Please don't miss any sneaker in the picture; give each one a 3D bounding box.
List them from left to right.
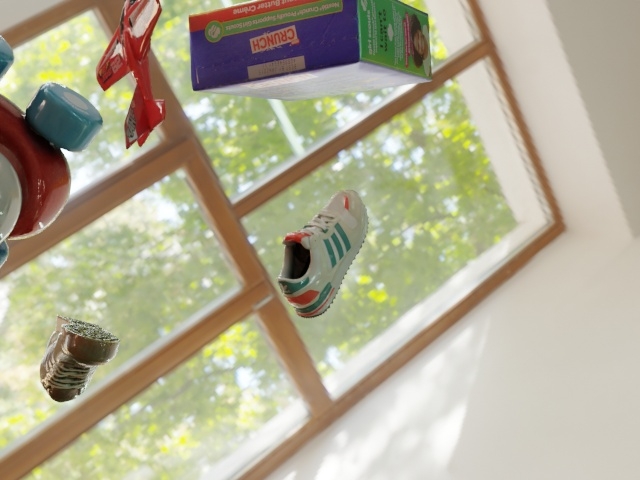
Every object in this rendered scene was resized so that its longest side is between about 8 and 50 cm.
[{"bbox_3d":[-0.260,0.133,1.056,0.064,0.086,0.192,17,-4,-20],"label":"sneaker"},{"bbox_3d":[0.000,0.000,1.079,0.057,0.161,0.075,5,-30,37],"label":"sneaker"}]

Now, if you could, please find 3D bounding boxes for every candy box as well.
[{"bbox_3d":[-0.006,-0.288,1.492,0.268,0.317,0.122,-5,-87,24],"label":"candy box"}]

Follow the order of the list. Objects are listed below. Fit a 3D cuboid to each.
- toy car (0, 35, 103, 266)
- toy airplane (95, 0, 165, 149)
[{"bbox_3d":[-0.350,-0.063,0.929,0.210,0.219,0.238,37,13,-13],"label":"toy car"},{"bbox_3d":[-0.151,-0.144,0.821,0.151,0.028,0.151,-12,-104,59],"label":"toy airplane"}]
